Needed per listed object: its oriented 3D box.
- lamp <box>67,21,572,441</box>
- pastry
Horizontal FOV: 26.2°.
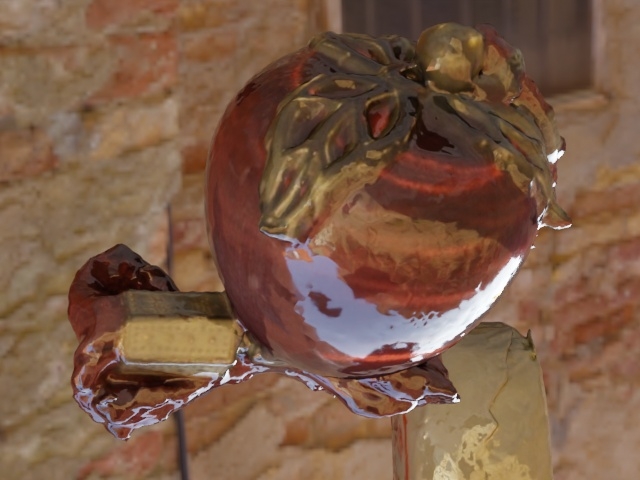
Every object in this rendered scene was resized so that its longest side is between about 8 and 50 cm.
[{"bbox_3d":[0.003,0.002,0.619,0.215,0.223,0.151,7,-164,-15],"label":"lamp"},{"bbox_3d":[0.132,0.191,1.261,0.133,0.265,0.265,-2,-162,0],"label":"pastry"}]
